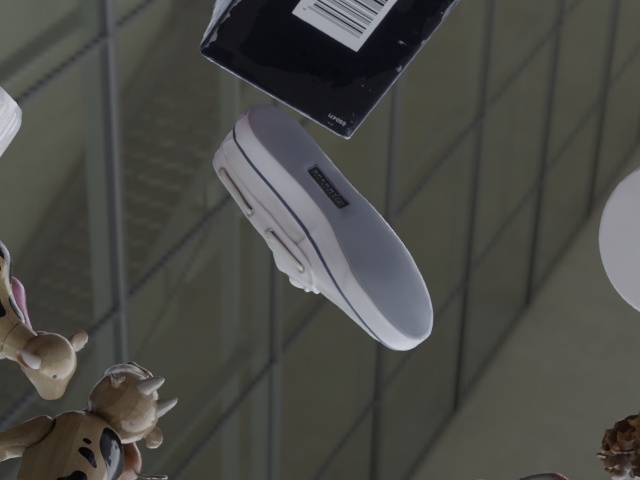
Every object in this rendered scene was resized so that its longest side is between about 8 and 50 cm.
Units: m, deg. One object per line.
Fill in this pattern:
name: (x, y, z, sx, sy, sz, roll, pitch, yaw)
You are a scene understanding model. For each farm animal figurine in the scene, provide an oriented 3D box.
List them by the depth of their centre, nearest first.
farm animal figurine: (-0.228, 0.164, 1.566, 0.172, 0.330, 0.327, -20, -132, 23)

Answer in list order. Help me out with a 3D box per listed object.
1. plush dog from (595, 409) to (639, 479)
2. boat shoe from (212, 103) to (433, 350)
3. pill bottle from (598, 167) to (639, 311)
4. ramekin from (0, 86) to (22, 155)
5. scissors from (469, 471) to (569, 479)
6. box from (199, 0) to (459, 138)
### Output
plush dog: (0.191, 0.197, 0.847, 0.210, 0.225, 0.262, 10, -160, -22)
boat shoe: (0.000, 0.000, 1.562, 0.095, 0.084, 0.258, -14, -116, -50)
pill bottle: (0.373, -0.012, 1.561, 0.160, 0.160, 0.283, 29, -157, 33)
ramekin: (-0.455, -0.168, 2.130, 0.207, 0.207, 0.109, 34, -99, 38)
scissors: (0.088, 0.220, 1.107, 0.109, 0.021, 0.297, -13, -163, 22)
box: (0.049, -0.313, 1.706, 0.183, 0.296, 0.294, 30, -145, -16)
